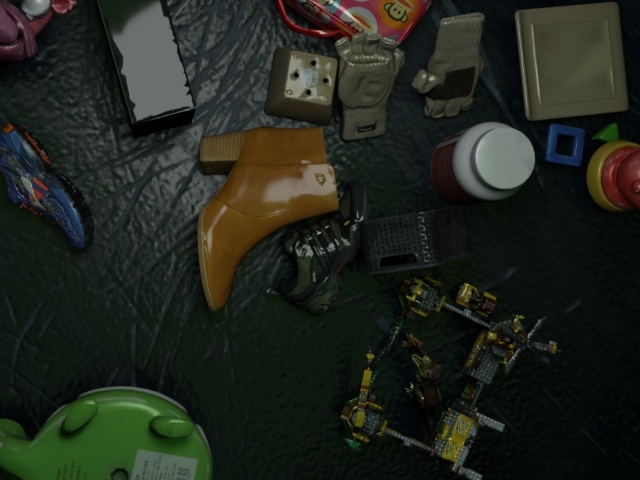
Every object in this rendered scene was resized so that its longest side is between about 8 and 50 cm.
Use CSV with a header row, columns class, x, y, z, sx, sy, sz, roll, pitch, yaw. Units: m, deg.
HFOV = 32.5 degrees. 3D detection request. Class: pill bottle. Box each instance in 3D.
class,x,y,z,sx,sy,sz,roll,pitch,yaw
pill bottle,0.251,-0.117,1.691,0.121,0.216,0.121,0,90,-9

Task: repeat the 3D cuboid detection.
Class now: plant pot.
class,x,y,z,sx,sy,sz,roll,pitch,yaw
plant pot,-0.021,-0.246,1.710,0.109,0.096,0.109,10,88,-9

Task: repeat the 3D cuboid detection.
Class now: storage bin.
class,x,y,z,sx,sy,sz,roll,pitch,yaw
storage bin,0.147,-0.003,1.682,0.122,0.180,0.084,-8,90,26

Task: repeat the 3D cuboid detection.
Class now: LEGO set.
class,x,y,z,sx,sy,sz,roll,pitch,yaw
LEGO set,0.189,0.213,1.689,0.255,0.192,0.331,34,84,-7

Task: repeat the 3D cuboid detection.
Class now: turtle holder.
class,x,y,z,sx,sy,sz,roll,pitch,yaw
turtle holder,-0.319,0.337,1.592,0.320,0.227,0.243,-18,93,-8

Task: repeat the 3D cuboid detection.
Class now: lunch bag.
class,x,y,z,sx,sy,sz,roll,pitch,yaw
lunch bag,0.037,-0.425,1.710,0.293,0.120,0.258,37,85,-7

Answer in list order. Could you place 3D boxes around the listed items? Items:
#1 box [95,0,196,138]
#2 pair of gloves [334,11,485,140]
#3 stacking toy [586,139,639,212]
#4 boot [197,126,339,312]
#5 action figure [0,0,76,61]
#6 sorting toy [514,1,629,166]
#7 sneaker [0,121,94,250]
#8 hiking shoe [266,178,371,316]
class,x,y,z,sx,sy,sz,roll,pitch,yaw
box,-0.267,-0.297,1.628,0.103,0.184,0.261,-16,92,-11
pair of gloves,0.139,-0.258,1.705,0.240,0.204,0.042,-15,52,-6
stacking toy,0.626,-0.109,1.775,0.309,0.130,0.279,-44,102,-8
boot,-0.077,-0.038,1.676,0.211,0.104,0.295,-2,75,1
action figure,-0.523,-0.278,1.557,0.370,0.248,0.275,-15,93,-6
sorting toy,0.409,-0.295,1.805,0.196,0.047,0.347,-7,93,-16
sneaker,-0.424,-0.072,1.663,0.087,0.083,0.221,-38,90,6
hiking shoe,0.000,0.000,1.716,0.114,0.086,0.226,23,87,-11
